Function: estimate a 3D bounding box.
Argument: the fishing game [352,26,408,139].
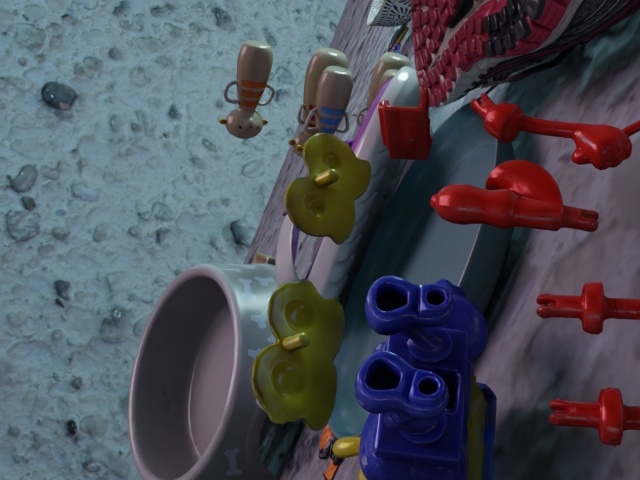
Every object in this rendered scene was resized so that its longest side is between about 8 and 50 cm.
[{"bbox_3d":[0.090,-0.245,1.394,0.189,0.041,0.264,130,161,-69],"label":"fishing game"}]

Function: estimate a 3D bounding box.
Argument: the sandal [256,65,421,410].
[{"bbox_3d":[-0.004,0.001,0.875,0.169,0.102,0.416,-26,-42,-75],"label":"sandal"}]

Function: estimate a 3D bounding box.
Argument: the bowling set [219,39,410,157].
[{"bbox_3d":[0.031,-0.147,1.027,0.200,0.287,0.154,48,132,49],"label":"bowling set"}]

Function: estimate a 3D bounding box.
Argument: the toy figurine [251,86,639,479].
[{"bbox_3d":[0.080,0.127,0.404,0.217,0.191,0.362,74,-160,-54],"label":"toy figurine"}]

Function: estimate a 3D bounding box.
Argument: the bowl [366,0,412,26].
[{"bbox_3d":[0.150,-0.426,1.364,0.170,0.080,0.170,-156,90,-81],"label":"bowl"}]

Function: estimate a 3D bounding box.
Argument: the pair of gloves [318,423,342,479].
[{"bbox_3d":[0.016,0.198,0.817,0.083,0.010,0.074,-134,68,-79],"label":"pair of gloves"}]

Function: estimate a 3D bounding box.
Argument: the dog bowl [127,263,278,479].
[{"bbox_3d":[-0.152,0.190,1.099,0.349,0.102,0.348,-27,55,46],"label":"dog bowl"}]

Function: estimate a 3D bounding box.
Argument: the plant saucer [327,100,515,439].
[{"bbox_3d":[0.089,0.030,0.714,0.317,0.044,0.317,-156,90,-80],"label":"plant saucer"}]

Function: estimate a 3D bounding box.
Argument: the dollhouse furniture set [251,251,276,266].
[{"bbox_3d":[-0.046,0.130,1.163,0.161,0.101,0.182,20,89,56],"label":"dollhouse furniture set"}]

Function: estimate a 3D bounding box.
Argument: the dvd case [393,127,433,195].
[{"bbox_3d":[0.082,-0.022,0.957,0.164,0.018,0.221,-88,23,-67],"label":"dvd case"}]

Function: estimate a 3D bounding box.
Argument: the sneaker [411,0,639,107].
[{"bbox_3d":[0.149,-0.174,0.638,0.299,0.112,0.121,-159,61,-76],"label":"sneaker"}]
